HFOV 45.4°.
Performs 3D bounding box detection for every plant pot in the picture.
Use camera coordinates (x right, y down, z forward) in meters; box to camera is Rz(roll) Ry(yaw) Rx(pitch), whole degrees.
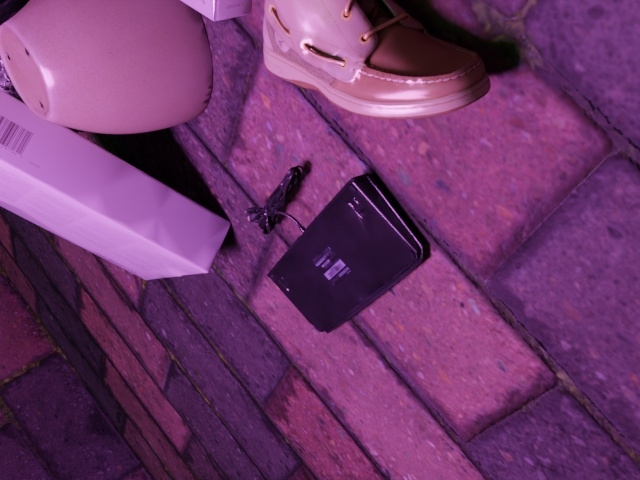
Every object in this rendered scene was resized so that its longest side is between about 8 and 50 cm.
[{"bbox_3d":[-0.304,-0.255,1.005,0.284,0.191,0.284,36,143,33],"label":"plant pot"}]

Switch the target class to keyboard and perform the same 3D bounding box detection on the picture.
[{"bbox_3d":[0.000,0.000,0.961,0.201,0.033,0.317,48,148,3],"label":"keyboard"}]

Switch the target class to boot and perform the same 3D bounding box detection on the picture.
[{"bbox_3d":[0.029,-0.224,0.650,0.262,0.095,0.203,31,140,44],"label":"boot"}]

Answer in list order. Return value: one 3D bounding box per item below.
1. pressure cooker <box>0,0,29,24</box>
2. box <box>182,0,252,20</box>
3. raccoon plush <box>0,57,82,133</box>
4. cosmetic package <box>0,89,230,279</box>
[{"bbox_3d":[-0.519,-0.367,0.843,0.420,0.370,0.375,7,82,54],"label":"pressure cooker"},{"bbox_3d":[-0.182,-0.399,0.793,0.322,0.058,0.232,36,135,29],"label":"box"},{"bbox_3d":[-0.461,-0.336,1.164,0.299,0.216,0.446,45,148,6],"label":"raccoon plush"},{"bbox_3d":[-0.367,-0.064,1.187,0.377,0.097,0.284,31,158,-26],"label":"cosmetic package"}]
